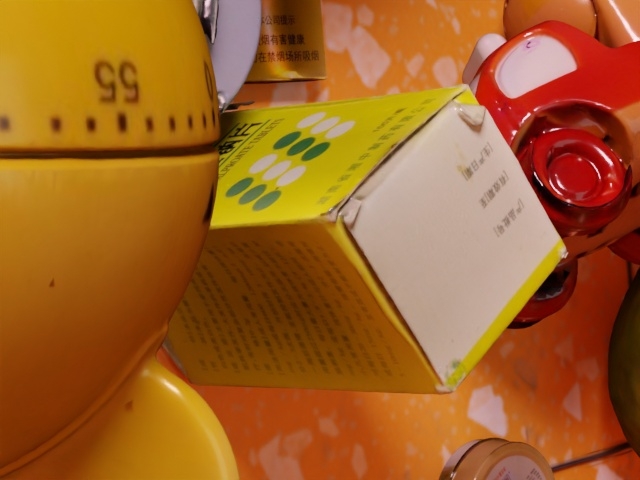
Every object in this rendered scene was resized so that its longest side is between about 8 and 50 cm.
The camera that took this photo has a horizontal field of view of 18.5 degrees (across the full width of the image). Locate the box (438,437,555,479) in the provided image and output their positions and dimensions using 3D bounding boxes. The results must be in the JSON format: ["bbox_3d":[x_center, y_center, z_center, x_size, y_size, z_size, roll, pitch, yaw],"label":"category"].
[{"bbox_3d":[0.129,0.197,1.434,0.105,0.037,0.105,2,87,-43],"label":"box"}]

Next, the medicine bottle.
[{"bbox_3d":[0.000,0.000,1.176,0.137,0.250,0.141,-50,118,-31],"label":"medicine bottle"}]

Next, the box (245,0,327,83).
[{"bbox_3d":[-0.038,-0.182,1.298,0.089,0.022,0.156,-4,91,-44],"label":"box"}]

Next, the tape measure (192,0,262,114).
[{"bbox_3d":[-0.123,-0.144,1.161,0.181,0.107,0.182,3,84,-37],"label":"tape measure"}]

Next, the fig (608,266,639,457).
[{"bbox_3d":[0.364,0.068,1.520,0.258,0.258,0.326,56,41,-27],"label":"fig"}]

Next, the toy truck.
[{"bbox_3d":[0.171,-0.094,1.393,0.265,0.189,0.239,-24,69,-23],"label":"toy truck"}]

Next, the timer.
[{"bbox_3d":[-0.218,-0.006,0.917,0.376,0.376,0.386,-6,101,-44],"label":"timer"}]
